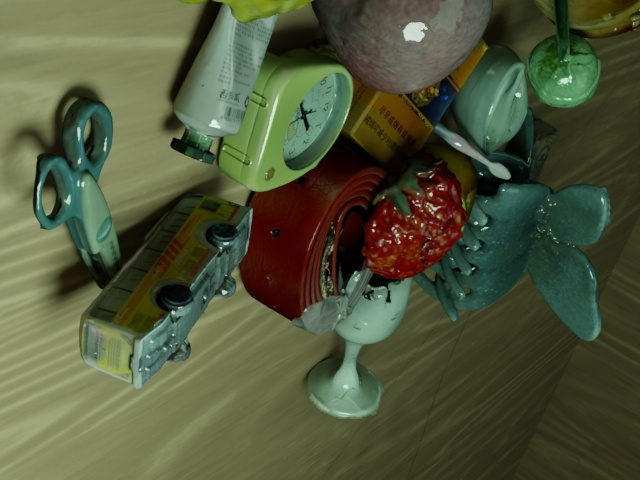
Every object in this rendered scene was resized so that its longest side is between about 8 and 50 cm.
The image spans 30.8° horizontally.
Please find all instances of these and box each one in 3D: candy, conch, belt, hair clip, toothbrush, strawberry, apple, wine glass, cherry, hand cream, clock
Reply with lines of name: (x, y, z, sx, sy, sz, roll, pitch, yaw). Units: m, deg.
candy: (0.357, -0.305, 1.706, 0.119, 0.119, 0.440, -56, 163, -5)
conch: (0.265, -0.219, 1.835, 0.221, 0.121, 0.185, 48, 42, -72)
belt: (0.000, 0.000, 1.618, 0.227, 0.115, 0.324, -47, 155, -26)
hair clip: (0.306, -0.021, 2.001, 0.238, 0.392, 0.318, -15, 141, -20)
toothbrush: (0.190, -0.157, 1.740, 0.269, 0.027, 0.021, 30, 94, -30)
strawberry: (0.148, -0.012, 1.636, 0.190, 0.111, 0.236, -56, 159, -24)
apple: (0.167, -0.071, 1.791, 0.146, 0.147, 0.163, 74, 21, -55)
wine glass: (0.066, 0.141, 1.893, 0.143, 0.143, 0.321, -34, 146, -44)
cherry: (0.095, -0.280, 1.315, 0.206, 0.239, 0.239, -40, 156, 2)
hand cream: (-0.078, -0.246, 1.250, 0.336, 0.076, 0.121, -68, 161, 6)
clock: (-0.024, -0.162, 1.437, 0.232, 0.069, 0.170, -26, 140, -53)

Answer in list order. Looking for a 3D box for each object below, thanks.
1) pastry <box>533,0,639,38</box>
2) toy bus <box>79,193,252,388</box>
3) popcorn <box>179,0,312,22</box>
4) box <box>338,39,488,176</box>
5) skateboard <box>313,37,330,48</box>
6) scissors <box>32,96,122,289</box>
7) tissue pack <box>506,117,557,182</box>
pastry: (0.483, -0.494, 1.800, 0.409, 0.245, 0.409, -42, 150, -32)
toy bus: (-0.167, 0.048, 1.306, 0.268, 0.106, 0.092, -57, 163, -48)
popcorn: (-0.057, -0.333, 0.998, 0.250, 0.235, 0.242, -66, -160, -10)
box: (0.121, -0.219, 1.610, 0.237, 0.070, 0.152, -58, 142, -4)
skateboard: (0.024, -0.278, 1.440, 0.064, 0.032, 0.083, -20, 140, -40)
scissors: (-0.240, -0.024, 1.209, 0.289, 0.041, 0.138, 90, 21, -58)
tissue pack: (0.402, -0.156, 2.283, 0.108, 0.060, 0.148, -24, 139, -50)
